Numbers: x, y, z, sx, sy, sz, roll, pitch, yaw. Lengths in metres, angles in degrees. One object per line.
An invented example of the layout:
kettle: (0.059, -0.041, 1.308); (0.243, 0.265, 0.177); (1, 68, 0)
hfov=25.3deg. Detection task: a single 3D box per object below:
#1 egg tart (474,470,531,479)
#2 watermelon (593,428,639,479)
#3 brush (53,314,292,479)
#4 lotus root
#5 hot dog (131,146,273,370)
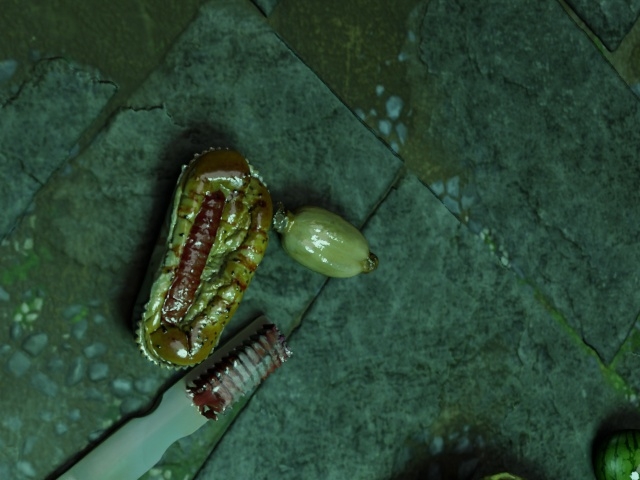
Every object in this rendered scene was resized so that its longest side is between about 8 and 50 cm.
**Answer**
egg tart: (0.201, 0.438, 1.710); (0.341, 0.129, 0.341); (2, 86, -31)
watermelon: (0.404, 0.299, 1.859); (0.109, 0.109, 0.109); (1, 88, -31)
brush: (-0.155, 0.195, 1.548); (0.321, 0.050, 0.060); (-38, 111, -26)
lotus root: (0.000, 0.000, 1.639); (0.150, 0.062, 0.073); (28, 97, -27)
hot dog: (-0.130, 0.022, 1.554); (0.131, 0.069, 0.253); (28, 75, -28)
